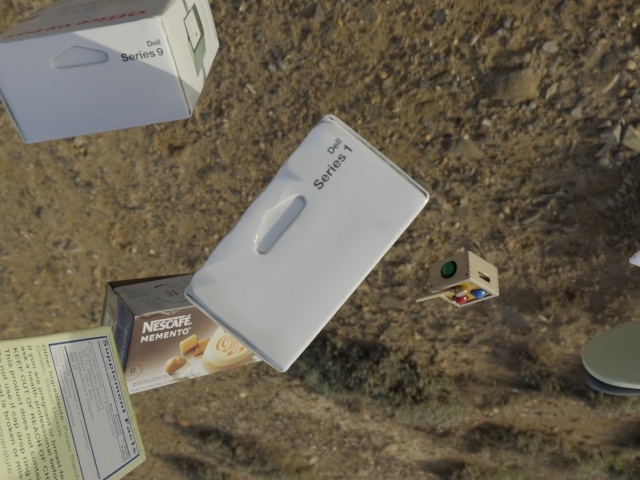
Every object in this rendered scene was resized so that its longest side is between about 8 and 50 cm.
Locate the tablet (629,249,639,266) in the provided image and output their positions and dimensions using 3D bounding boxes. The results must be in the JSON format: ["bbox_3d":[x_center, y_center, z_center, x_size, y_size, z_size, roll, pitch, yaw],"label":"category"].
[{"bbox_3d":[0.358,0.021,0.549,0.083,0.006,0.054,22,139,0],"label":"tablet"}]

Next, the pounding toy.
[{"bbox_3d":[0.306,0.099,1.262,0.141,0.100,0.130,27,143,-33],"label":"pounding toy"}]

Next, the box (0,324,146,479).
[{"bbox_3d":[-0.266,0.145,0.349,0.214,0.117,0.243,-18,173,2],"label":"box"}]

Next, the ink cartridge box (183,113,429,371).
[{"bbox_3d":[0.000,0.000,0.596,0.117,0.201,0.278,39,-175,3],"label":"ink cartridge box"}]

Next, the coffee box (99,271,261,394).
[{"bbox_3d":[-0.197,0.128,0.854,0.098,0.247,0.141,36,118,40],"label":"coffee box"}]

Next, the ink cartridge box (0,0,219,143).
[{"bbox_3d":[-0.263,-0.251,0.730,0.211,0.289,0.121,-9,125,4],"label":"ink cartridge box"}]

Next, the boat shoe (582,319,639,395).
[{"bbox_3d":[0.209,0.069,0.318,0.133,0.048,0.041,-8,128,-12],"label":"boat shoe"}]
